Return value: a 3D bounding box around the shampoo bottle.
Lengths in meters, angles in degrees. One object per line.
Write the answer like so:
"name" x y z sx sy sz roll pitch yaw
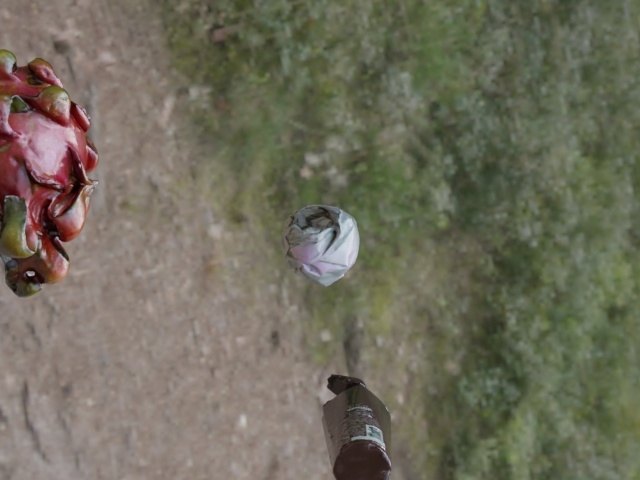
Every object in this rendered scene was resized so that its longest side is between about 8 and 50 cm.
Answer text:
"shampoo bottle" 0.038 0.205 1.367 0.068 0.067 0.236 44 9 -9

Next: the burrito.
"burrito" -0.001 0.000 0.965 0.203 0.064 0.064 -91 169 -87

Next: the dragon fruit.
"dragon fruit" -0.411 -0.100 1.744 0.307 0.243 0.227 47 -20 7
